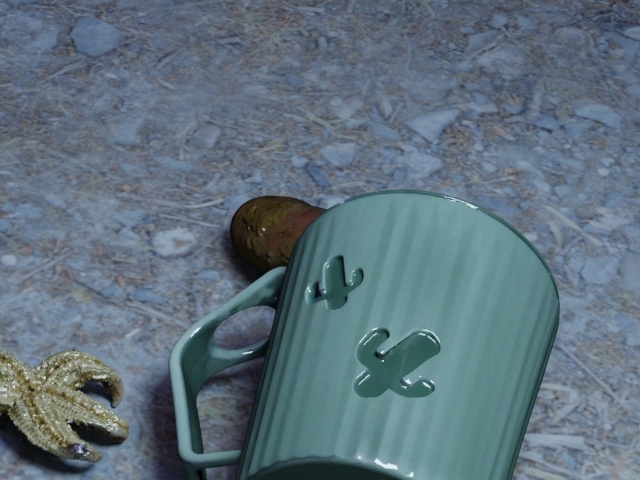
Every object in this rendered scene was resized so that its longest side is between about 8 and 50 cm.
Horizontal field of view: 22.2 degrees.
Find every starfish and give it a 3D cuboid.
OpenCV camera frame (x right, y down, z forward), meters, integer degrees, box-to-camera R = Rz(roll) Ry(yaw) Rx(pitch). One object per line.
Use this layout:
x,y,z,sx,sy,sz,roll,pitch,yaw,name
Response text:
-0.333,0.179,1.818,0.238,0.071,0.216,25,36,27,starfish

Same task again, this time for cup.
0.044,0.188,1.754,0.310,0.401,0.392,45,39,-22,cup

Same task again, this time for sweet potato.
0.000,0.000,1.978,0.109,0.109,0.385,-21,15,-33,sweet potato
